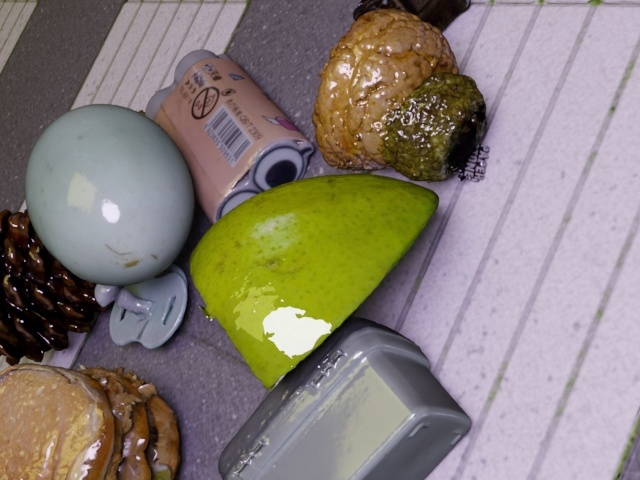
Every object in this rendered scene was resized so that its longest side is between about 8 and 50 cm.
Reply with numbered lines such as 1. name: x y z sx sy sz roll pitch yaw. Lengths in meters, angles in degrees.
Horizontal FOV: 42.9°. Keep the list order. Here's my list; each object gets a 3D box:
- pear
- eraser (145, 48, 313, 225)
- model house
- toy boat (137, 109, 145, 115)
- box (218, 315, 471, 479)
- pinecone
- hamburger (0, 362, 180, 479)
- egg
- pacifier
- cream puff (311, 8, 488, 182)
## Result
1. pear: -0.002 -0.003 0.800 0.239 0.139 0.288 -34 6 0
2. eraser: -0.138 -0.142 1.114 0.171 0.087 0.290 -48 45 9
3. model house: 0.086 -0.269 0.945 0.152 0.165 0.106 -48 61 13
4. toy boat: -0.324 -0.151 1.313 0.149 0.047 0.049 -38 47 20
5. box: 0.022 0.184 0.749 0.210 0.148 0.129 -50 54 10
6. pinecone: -0.410 0.057 1.164 0.272 0.224 0.224 -23 51 4
7. hamburger: -0.285 0.249 0.943 0.245 0.211 0.260 -39 52 10
8. egg: -0.262 -0.060 1.017 0.203 0.203 0.283 -46 43 14
9. pacifier: -0.240 0.075 1.064 0.150 0.116 0.127 6 67 46
10. cream puff: 0.102 -0.130 0.850 0.169 0.183 0.183 33 91 26
